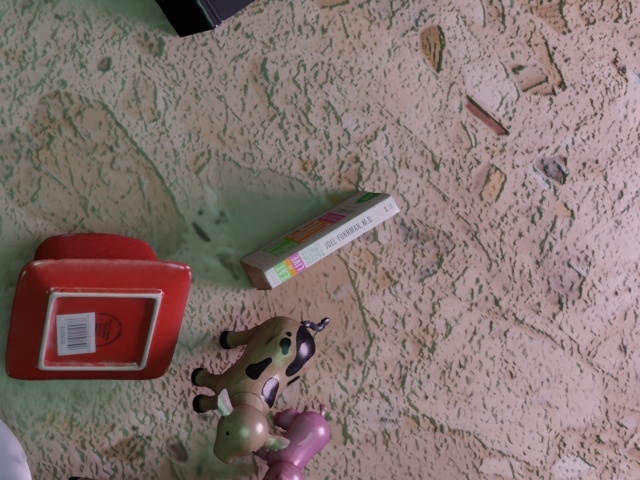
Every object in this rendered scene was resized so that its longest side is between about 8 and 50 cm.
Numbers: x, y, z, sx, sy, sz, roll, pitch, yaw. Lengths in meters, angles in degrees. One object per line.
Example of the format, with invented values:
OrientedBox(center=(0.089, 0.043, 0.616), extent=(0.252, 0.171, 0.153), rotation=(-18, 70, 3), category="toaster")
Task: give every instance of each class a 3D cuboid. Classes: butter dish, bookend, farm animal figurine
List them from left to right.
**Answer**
OrientedBox(center=(-0.214, 0.046, 1.806), extent=(0.160, 0.118, 0.160), rotation=(1, 134, -17), category="butter dish")
OrientedBox(center=(-0.090, 0.248, 1.768), extent=(0.327, 0.172, 0.330), rotation=(-11, 95, -33), category="farm animal figurine")
OrientedBox(center=(-0.073, -0.263, 1.800), extent=(0.156, 0.157, 0.072), rotation=(-35, 101, -10), category="bookend")

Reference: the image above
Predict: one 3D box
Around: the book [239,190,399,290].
OrientedBox(center=(0.000, 0.000, 1.864), extent=(0.144, 0.096, 0.035), rotation=(-31, 100, -12), category="book")

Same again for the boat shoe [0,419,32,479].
OrientedBox(center=(-0.304, 0.272, 1.793), extent=(0.113, 0.105, 0.306), rotation=(-42, 111, -27), category="boat shoe")
